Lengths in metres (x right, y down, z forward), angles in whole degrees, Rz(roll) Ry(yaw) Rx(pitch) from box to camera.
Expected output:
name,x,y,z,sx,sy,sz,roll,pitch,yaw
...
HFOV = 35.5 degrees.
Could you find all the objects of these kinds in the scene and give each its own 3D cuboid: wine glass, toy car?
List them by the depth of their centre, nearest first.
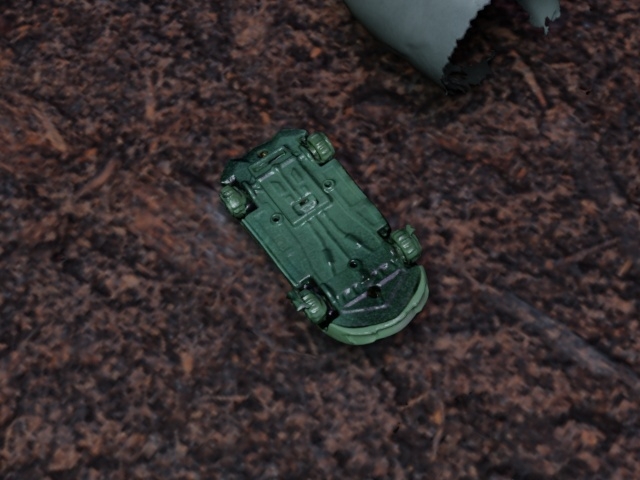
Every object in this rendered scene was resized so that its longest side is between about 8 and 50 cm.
name,x,y,z,sx,sy,sz,roll,pitch,yaw
toy car,0.000,0.000,0.680,0.093,0.058,0.186,-32,57,-11
wine glass,0.038,-0.253,0.748,0.143,0.143,0.321,-32,69,-11

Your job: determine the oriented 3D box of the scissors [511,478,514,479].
name,x,y,z,sx,sy,sz,roll,pitch,yaw
scissors,0.030,0.294,0.495,0.029,0.256,0.384,31,52,-18
